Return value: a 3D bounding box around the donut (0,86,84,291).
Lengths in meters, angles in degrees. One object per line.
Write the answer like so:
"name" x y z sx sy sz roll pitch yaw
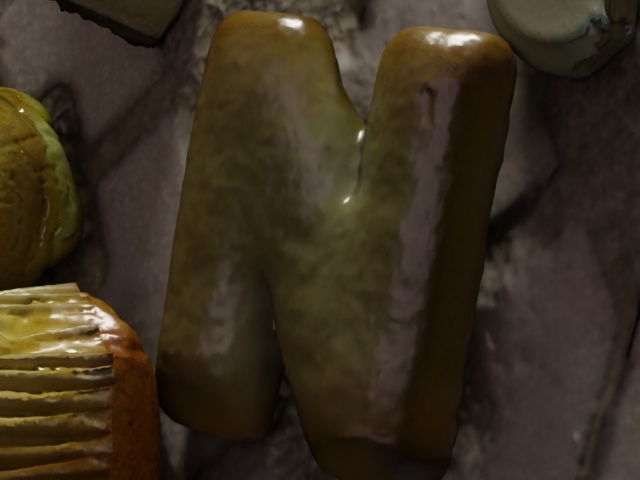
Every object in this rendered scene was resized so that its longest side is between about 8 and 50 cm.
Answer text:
"donut" -0.313 -0.013 1.118 0.261 0.128 0.208 -44 59 18

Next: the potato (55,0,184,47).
"potato" -0.153 -0.200 1.050 0.061 0.122 0.086 41 103 40

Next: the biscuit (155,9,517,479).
"biscuit" 0.000 0.000 0.925 0.237 0.062 0.290 14 94 36

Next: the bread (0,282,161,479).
"bread" -0.193 0.172 0.962 0.204 0.156 0.288 -1 88 60

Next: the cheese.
"cheese" 0.139 -0.179 0.888 0.092 0.048 0.171 -22 68 29
